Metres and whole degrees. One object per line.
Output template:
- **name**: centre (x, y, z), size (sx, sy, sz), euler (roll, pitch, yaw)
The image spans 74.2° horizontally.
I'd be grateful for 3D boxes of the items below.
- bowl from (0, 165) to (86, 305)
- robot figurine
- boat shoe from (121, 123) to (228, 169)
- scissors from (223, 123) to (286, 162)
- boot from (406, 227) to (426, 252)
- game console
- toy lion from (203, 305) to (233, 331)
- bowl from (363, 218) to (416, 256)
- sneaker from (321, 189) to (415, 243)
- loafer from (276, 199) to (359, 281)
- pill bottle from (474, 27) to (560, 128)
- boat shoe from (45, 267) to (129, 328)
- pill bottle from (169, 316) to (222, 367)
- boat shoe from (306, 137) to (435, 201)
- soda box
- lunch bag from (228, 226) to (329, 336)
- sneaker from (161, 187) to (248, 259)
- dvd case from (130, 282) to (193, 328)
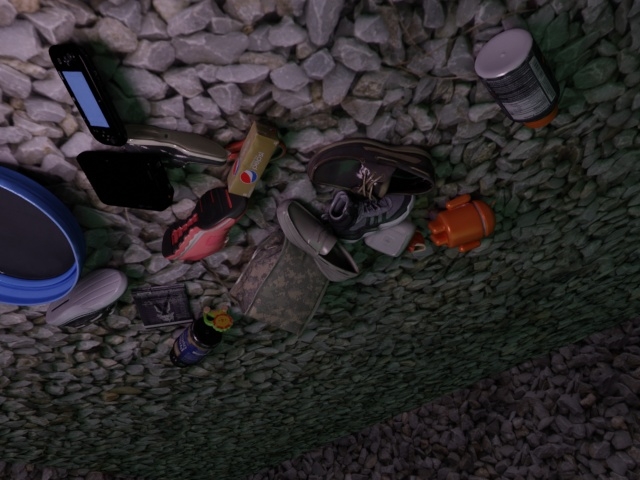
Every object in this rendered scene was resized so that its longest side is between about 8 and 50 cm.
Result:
- **bowl**: centre (-0.749, -0.008, 0.986), size (0.391, 0.077, 0.391), euler (1, 129, 1)
- **robot figurine**: centre (0.460, -0.052, 1.352), size (0.220, 0.158, 0.128), euler (-19, 162, 4)
- **boat shoe**: centre (-0.330, -0.202, 0.966), size (0.233, 0.084, 0.079), euler (8, 131, -14)
- **scissors**: centre (-0.233, -0.207, 1.038), size (0.297, 0.021, 0.109), euler (-17, 141, -1)
- **boot**: centre (0.272, -0.001, 1.384), size (0.158, 0.084, 0.059), euler (2, 139, -16)
- **game console**: centre (-0.451, -0.218, 0.882), size (0.213, 0.044, 0.361), euler (7, 132, 22)
- **toy lion**: centre (-0.359, 0.277, 1.485), size (0.100, 0.096, 0.034), euler (0, 137, -17)
- **bowl**: centre (0.213, -0.014, 1.326), size (0.142, 0.053, 0.142), euler (25, 127, 1)
- **sneaker**: centre (0.135, -0.093, 1.220), size (0.269, 0.101, 0.153), euler (-28, 141, 17)
- **loafer**: centre (0.000, 0.000, 1.228), size (0.111, 0.112, 0.319), euler (-9, 134, 45)
- **pill bottle**: centre (0.478, -0.367, 1.002), size (0.130, 0.130, 0.246), euler (-39, 135, 25)
- **boat shoe**: centre (-0.676, 0.177, 1.277), size (0.335, 0.121, 0.119), euler (-22, 148, 24)
- **pill bottle**: centre (-0.460, 0.378, 1.542), size (0.123, 0.122, 0.219), euler (21, 131, -35)
- **boat shoe**: centre (0.145, -0.179, 1.105), size (0.356, 0.130, 0.132), euler (-4, 138, -13)
- **soda box**: centre (-0.164, -0.192, 1.017), size (0.058, 0.061, 0.181), euler (13, 132, -28)
- **lunch bag**: centre (-0.105, 0.116, 1.323), size (0.235, 0.169, 0.287), euler (31, 92, -37)
- **sneaker**: centre (-0.295, -0.037, 1.164), size (0.314, 0.115, 0.136), euler (-30, 148, 26)
- **dvd case**: centre (-0.529, 0.225, 1.433), size (0.165, 0.018, 0.221), euler (-6, 138, -13)
